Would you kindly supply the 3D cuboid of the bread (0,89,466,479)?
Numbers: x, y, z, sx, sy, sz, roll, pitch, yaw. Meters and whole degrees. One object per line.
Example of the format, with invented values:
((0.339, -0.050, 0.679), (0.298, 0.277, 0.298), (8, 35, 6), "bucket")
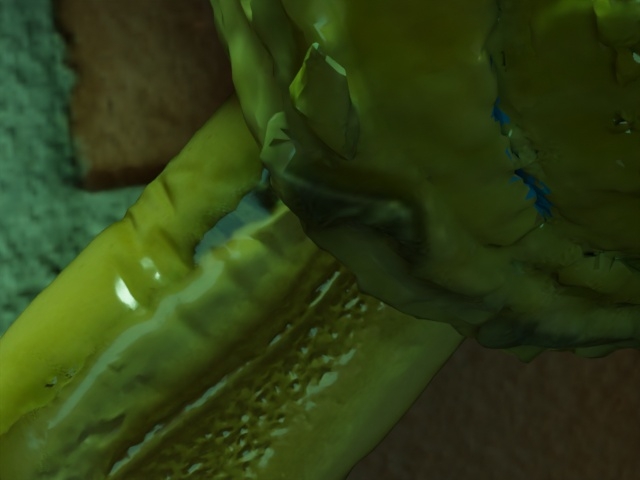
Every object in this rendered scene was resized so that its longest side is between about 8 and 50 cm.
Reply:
((0.000, 0.000, 0.671), (0.305, 0.091, 0.142), (-47, 126, 1), "bread")

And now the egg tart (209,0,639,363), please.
((0.139, -0.128, 0.539), (0.388, 0.169, 0.387), (-14, 114, -35), "egg tart")
